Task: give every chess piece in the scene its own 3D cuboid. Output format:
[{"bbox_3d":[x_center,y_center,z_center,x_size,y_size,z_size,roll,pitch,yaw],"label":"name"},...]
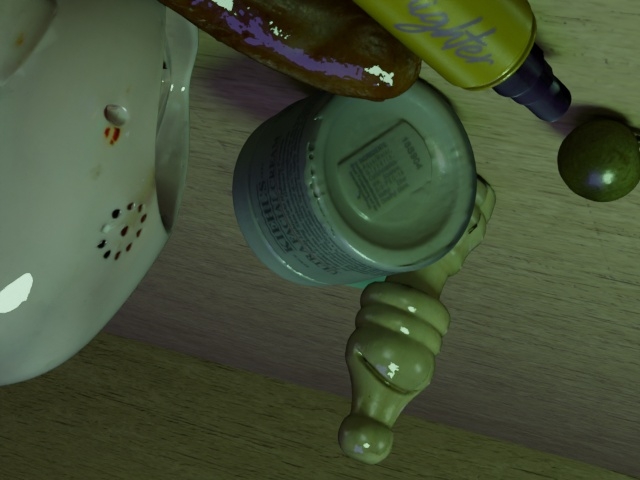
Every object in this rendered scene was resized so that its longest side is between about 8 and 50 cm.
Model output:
[{"bbox_3d":[0.087,0.079,0.997,0.124,0.307,0.139,22,162,-11],"label":"chess piece"}]

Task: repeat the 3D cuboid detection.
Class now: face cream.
[{"bbox_3d":[0.084,-0.158,0.646,0.078,0.078,0.273,-1,155,47],"label":"face cream"},{"bbox_3d":[0.030,-0.051,0.871,0.177,0.177,0.153,26,160,-24],"label":"face cream"}]

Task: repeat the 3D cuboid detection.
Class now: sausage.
[{"bbox_3d":[-0.058,-0.187,0.707,0.302,0.076,0.103,27,162,-27],"label":"sausage"}]

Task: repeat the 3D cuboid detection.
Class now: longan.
[{"bbox_3d":[0.239,-0.069,0.804,0.083,0.075,0.075,-29,150,8],"label":"longan"}]

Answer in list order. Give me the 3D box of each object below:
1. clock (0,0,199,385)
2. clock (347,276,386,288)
[{"bbox_3d":[-0.243,-0.062,0.795,0.250,0.377,0.368,13,163,1],"label":"clock"},{"bbox_3d":[0.000,0.000,1.262,0.211,0.066,0.159,14,163,16],"label":"clock"}]
